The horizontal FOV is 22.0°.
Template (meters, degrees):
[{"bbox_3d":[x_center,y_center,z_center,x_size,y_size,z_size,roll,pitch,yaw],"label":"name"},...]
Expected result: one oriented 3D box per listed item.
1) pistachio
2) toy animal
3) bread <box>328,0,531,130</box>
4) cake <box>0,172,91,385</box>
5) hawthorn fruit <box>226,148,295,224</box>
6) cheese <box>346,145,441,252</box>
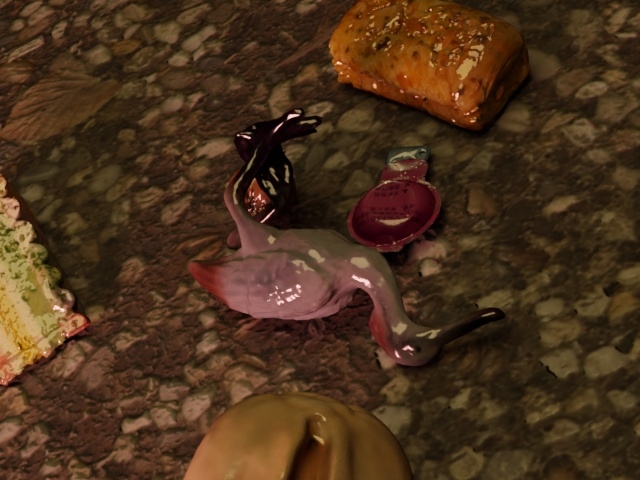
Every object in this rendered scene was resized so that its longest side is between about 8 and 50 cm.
[{"bbox_3d":[-0.027,0.249,1.266,0.188,0.187,0.299,-3,56,25],"label":"pistachio"},{"bbox_3d":[-0.005,0.025,1.487,0.195,0.090,0.324,-51,61,18],"label":"toy animal"},{"bbox_3d":[0.105,-0.187,1.641,0.211,0.083,0.114,22,68,41],"label":"bread"},{"bbox_3d":[-0.317,0.044,1.676,0.109,0.090,0.225,-31,63,-5],"label":"cake"},{"bbox_3d":[-0.053,-0.057,1.624,0.067,0.066,0.103,-9,26,20],"label":"hawthorn fruit"},{"bbox_3d":[0.072,-0.040,1.555,0.095,0.038,0.145,-5,43,21],"label":"cheese"}]
